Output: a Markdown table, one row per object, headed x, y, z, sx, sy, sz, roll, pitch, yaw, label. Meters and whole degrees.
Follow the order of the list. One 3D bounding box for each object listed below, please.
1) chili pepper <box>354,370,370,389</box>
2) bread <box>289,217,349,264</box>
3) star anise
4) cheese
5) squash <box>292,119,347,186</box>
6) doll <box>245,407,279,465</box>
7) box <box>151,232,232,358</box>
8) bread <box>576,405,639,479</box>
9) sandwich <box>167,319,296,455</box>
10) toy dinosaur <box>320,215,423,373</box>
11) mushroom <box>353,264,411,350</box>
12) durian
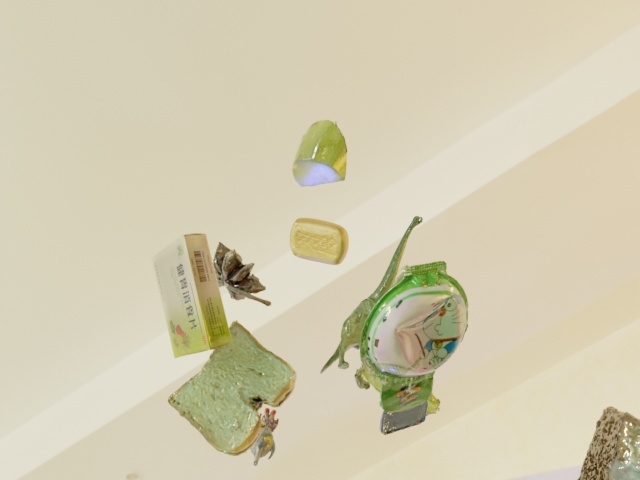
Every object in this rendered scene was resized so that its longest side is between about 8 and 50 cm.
| x | y | z | sx | sy | sz | roll | pitch | yaw | label |
| --- | --- | --- | --- | --- | --- | --- | --- | --- | --- |
| 0.096 | 0.329 | 0.935 | 0.022 | 0.027 | 0.083 | 0 | -37 | 28 | chili pepper |
| 0.000 | 0.000 | 1.371 | 0.217 | 0.098 | 0.147 | 15 | -71 | 25 | bread |
| -0.245 | 0.112 | 1.180 | 0.089 | 0.231 | 0.209 | -38 | -48 | -33 | star anise |
| 0.151 | 0.182 | 0.649 | 0.204 | 0.083 | 0.320 | -7 | -68 | -21 | cheese |
| -0.024 | -0.249 | 1.127 | 0.085 | 0.192 | 0.184 | -3 | -90 | -48 | squash |
| -0.206 | 0.711 | 1.462 | 0.104 | 0.194 | 0.062 | 28 | -40 | -14 | doll |
| -0.306 | 0.132 | 0.944 | 0.175 | 0.062 | 0.260 | -23 | -102 | 41 | box |
| 0.287 | 0.388 | 0.373 | 0.165 | 0.113 | 0.416 | 22 | -95 | 23 | bread |
| -0.219 | 0.392 | 1.063 | 0.249 | 0.095 | 0.273 | 33 | -111 | 17 | sandwich |
| 0.113 | 0.158 | 1.031 | 0.087 | 0.300 | 0.447 | 23 | -45 | -28 | toy dinosaur |
| 0.183 | 0.203 | 1.157 | 0.100 | 0.081 | 0.312 | 27 | -67 | -14 | mushroom |
| 0.304 | 0.527 | 1.517 | 0.394 | 0.198 | 0.163 | 34 | -91 | -13 | durian |
